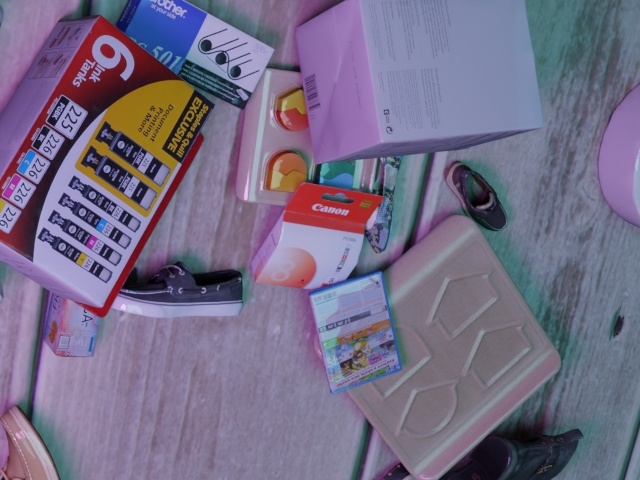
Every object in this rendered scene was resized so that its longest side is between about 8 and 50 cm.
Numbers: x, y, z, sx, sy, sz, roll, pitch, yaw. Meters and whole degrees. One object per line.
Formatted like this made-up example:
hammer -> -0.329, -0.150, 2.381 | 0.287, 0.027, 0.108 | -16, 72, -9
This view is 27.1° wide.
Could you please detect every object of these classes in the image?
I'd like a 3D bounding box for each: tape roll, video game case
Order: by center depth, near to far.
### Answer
video game case -> 0.054, 0.139, 2.015 | 0.119, 0.015, 0.166 | -18, 108, -16
tape roll -> 0.606, -0.140, 2.211 | 0.286, 0.100, 0.286 | -10, 113, -24

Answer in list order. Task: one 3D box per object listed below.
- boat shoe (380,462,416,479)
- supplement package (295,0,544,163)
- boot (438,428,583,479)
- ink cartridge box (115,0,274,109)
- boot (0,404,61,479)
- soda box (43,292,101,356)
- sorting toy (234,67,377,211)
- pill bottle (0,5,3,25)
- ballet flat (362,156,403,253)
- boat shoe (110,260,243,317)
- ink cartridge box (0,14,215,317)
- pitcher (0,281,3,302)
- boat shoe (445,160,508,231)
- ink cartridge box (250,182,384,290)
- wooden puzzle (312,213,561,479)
boat shoe -> 0.100, 0.426, 2.210 | 0.133, 0.042, 0.049 | -41, 143, -8
supplement package -> 0.134, -0.225, 1.835 | 0.262, 0.198, 0.199 | -7, 87, -27
boot -> 0.313, 0.415, 2.276 | 0.229, 0.091, 0.263 | 7, 135, -48
ink cartridge box -> -0.172, -0.263, 1.792 | 0.207, 0.046, 0.097 | 25, 95, -32
boot -> -0.465, 0.374, 1.868 | 0.203, 0.095, 0.262 | -21, 122, -18
soda box -> -0.332, 0.067, 1.830 | 0.058, 0.063, 0.183 | 5, 107, -31
sorting toy -> -0.010, -0.141, 1.903 | 0.208, 0.038, 0.193 | 5, 99, -23
pill bottle -> -0.491, -0.182, 1.595 | 0.153, 0.153, 0.265 | 15, 102, -31
ballet flat -> 0.080, -0.075, 1.989 | 0.070, 0.070, 0.188 | 4, 98, -29
boat shoe -> -0.200, 0.067, 1.880 | 0.228, 0.080, 0.076 | 4, 98, -39
ink cartridge box -> -0.283, -0.084, 1.707 | 0.272, 0.130, 0.309 | 36, 73, -32
pitcher -> -0.528, 0.048, 1.698 | 0.207, 0.125, 0.178 | -20, 102, -7
boat shoe -> 0.251, -0.061, 2.088 | 0.056, 0.049, 0.152 | -48, 123, -3
ink cartridge box -> 0.000, 0.000, 1.944 | 0.145, 0.045, 0.179 | 9, 135, -30
wooden puzzle -> 0.186, 0.172, 2.136 | 0.322, 0.080, 0.348 | -41, 117, -7
